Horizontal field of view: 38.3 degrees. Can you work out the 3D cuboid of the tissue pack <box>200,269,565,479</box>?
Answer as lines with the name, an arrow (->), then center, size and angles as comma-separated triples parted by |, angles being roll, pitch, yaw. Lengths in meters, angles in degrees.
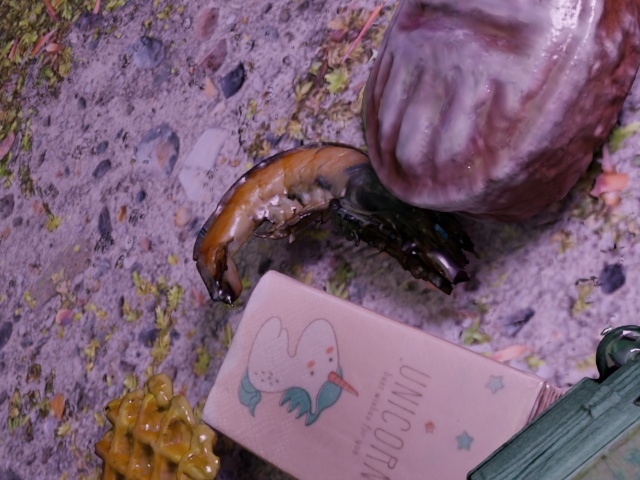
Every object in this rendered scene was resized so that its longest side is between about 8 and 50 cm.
tissue pack -> 0.040, 0.149, 0.815 | 0.325, 0.071, 0.170 | 19, 84, 42

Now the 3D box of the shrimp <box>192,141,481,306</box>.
shrimp -> 0.000, 0.000, 0.861 | 0.222, 0.054, 0.290 | -37, 44, -22

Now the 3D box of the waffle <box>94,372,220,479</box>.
waffle -> -0.171, 0.281, 0.915 | 0.291, 0.051, 0.291 | -5, 82, 45

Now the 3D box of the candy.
candy -> 0.158, -0.153, 0.784 | 0.214, 0.157, 0.289 | 28, 96, 47

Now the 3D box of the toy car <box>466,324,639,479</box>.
toy car -> 0.179, 0.155, 0.612 | 0.320, 0.141, 0.097 | -40, 92, 1

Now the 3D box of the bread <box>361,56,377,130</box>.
bread -> 0.093, -0.172, 0.928 | 0.112, 0.036, 0.193 | 38, 98, 43
